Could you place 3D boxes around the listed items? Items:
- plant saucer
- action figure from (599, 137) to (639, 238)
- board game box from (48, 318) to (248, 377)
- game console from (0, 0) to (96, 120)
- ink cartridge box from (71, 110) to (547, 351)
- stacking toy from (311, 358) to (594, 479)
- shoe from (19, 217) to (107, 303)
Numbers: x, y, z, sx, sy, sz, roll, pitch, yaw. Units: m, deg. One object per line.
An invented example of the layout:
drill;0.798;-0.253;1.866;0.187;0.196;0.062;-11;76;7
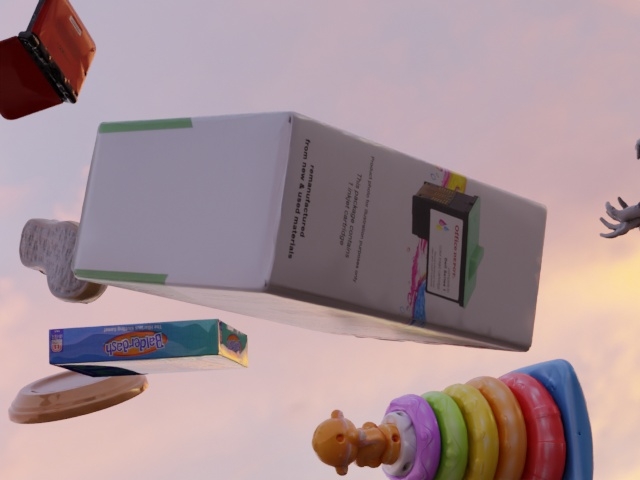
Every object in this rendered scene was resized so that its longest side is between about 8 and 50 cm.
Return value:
plant saucer;-0.343;0.211;1.878;0.200;0.037;0.200;-12;7;1
action figure;0.359;-0.030;1.337;0.141;0.275;0.164;-19;-15;38
board game box;-0.208;0.134;1.645;0.210;0.047;0.160;-5;-12;10
game console;-0.340;-0.221;1.567;0.085;0.124;0.144;10;-23;17
ink cartridge box;0.000;0.000;0.950;0.201;0.117;0.278;2;-10;44
stacking toy;0.125;0.219;1.422;0.302;0.175;0.166;3;-17;-26
shoe;-0.248;0.017;1.351;0.058;0.219;0.076;14;-86;-30
